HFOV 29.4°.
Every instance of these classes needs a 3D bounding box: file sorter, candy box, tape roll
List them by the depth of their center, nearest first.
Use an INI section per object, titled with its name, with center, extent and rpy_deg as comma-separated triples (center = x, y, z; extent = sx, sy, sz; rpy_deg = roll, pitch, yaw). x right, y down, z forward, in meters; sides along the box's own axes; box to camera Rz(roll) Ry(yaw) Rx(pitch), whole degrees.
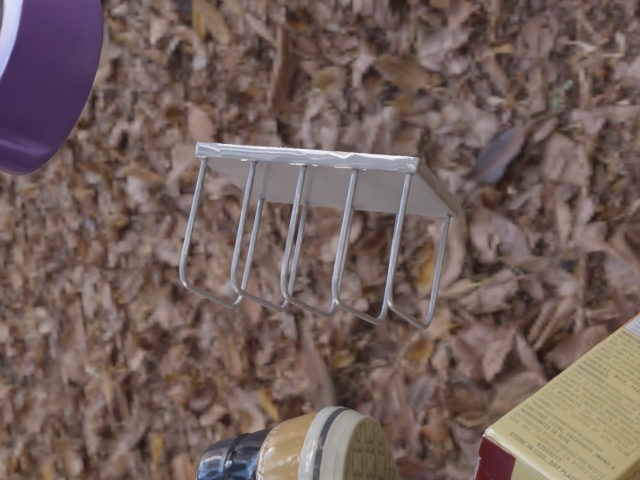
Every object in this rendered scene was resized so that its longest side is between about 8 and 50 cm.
[candy box]
center = 0.230, 0.145, 0.875
extent = 0.087, 0.316, 0.183
rpy_deg = 35, 136, 30
[tape roll]
center = -0.275, -0.157, 1.068
extent = 0.189, 0.080, 0.189
rpy_deg = -22, 59, 42
[file sorter]
center = 0.000, 0.000, 1.459
extent = 0.277, 0.193, 0.173
rpy_deg = 5, 78, 22

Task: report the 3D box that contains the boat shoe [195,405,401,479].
[boat shoe]
center = 0.015, 0.357, 1.083
extent = 0.156, 0.187, 0.500
rpy_deg = -4, 121, 21
